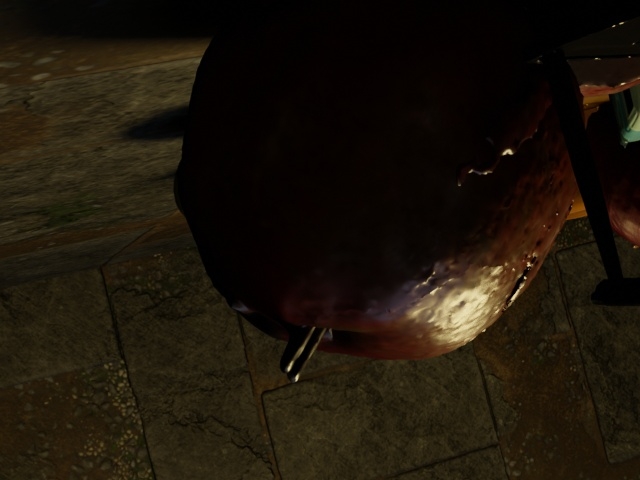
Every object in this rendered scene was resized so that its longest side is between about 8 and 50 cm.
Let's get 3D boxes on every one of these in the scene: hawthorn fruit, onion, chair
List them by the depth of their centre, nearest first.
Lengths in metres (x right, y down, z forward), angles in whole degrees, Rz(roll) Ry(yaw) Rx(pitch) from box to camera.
[{"bbox_3d":[0.178,-0.115,0.493,0.141,0.260,0.154,-11,176,-45],"label":"chair"},{"bbox_3d":[0.035,-0.058,0.818,0.316,0.316,0.316,-14,177,-1],"label":"hawthorn fruit"},{"bbox_3d":[0.528,-0.151,1.594,0.347,0.347,0.285,-15,135,18],"label":"onion"}]

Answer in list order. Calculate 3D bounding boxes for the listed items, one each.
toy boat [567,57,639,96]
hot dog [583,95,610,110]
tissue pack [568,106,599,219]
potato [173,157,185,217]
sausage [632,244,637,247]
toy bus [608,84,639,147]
[{"bbox_3d":[0.253,-0.202,1.191,0.206,0.096,0.282,-8,-170,4],"label":"toy boat"},{"bbox_3d":[0.368,-0.213,1.582,0.140,0.060,0.090,-7,180,-12],"label":"hot dog"},{"bbox_3d":[0.459,-0.147,1.966,0.145,0.194,0.274,-8,174,-29],"label":"tissue pack"},{"bbox_3d":[-0.048,-0.074,1.276,0.174,0.159,0.251,12,-158,33],"label":"potato"},{"bbox_3d":[0.628,-0.158,1.774,0.433,0.088,0.088,-52,166,14],"label":"sausage"},{"bbox_3d":[0.501,-0.216,1.407,0.271,0.133,0.165,-12,173,7],"label":"toy bus"}]
